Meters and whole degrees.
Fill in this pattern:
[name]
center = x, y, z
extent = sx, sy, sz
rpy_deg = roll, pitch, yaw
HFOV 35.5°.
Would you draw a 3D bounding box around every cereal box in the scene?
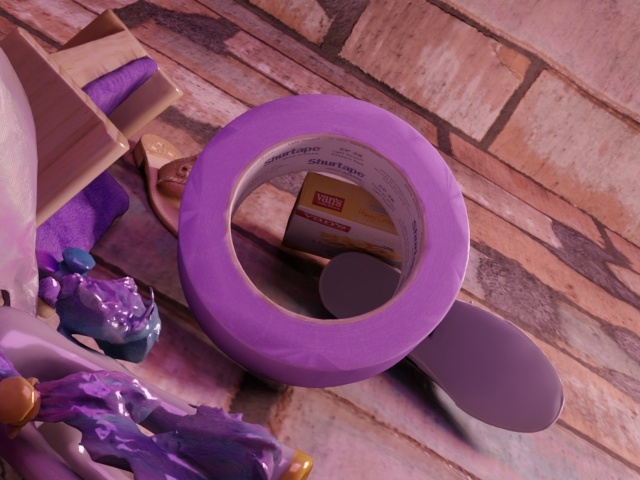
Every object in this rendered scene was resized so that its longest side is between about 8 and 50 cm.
[cereal box]
center = 0.049, -0.009, 1.155
extent = 0.173, 0.047, 0.240
rpy_deg = 16, -11, -3

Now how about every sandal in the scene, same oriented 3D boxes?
[sandal]
center = -0.157, -0.080, 1.185
extent = 0.088, 0.079, 0.240
rpy_deg = 16, 26, -38

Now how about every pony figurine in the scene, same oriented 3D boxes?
[pony figurine]
center = -0.188, 0.078, 0.580
extent = 0.363, 0.303, 0.351
rpy_deg = 33, -12, 11

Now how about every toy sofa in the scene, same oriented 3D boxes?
[toy sofa]
center = -0.215, -0.088, 0.893
extent = 0.177, 0.150, 0.362
rpy_deg = 49, 9, -12

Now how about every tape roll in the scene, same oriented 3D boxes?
[tape roll]
center = 0.000, 0.000, 0.968
extent = 0.275, 0.275, 0.090
rpy_deg = 34, -21, 4

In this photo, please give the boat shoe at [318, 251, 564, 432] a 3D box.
[boat shoe]
center = 0.139, 0.115, 1.142
extent = 0.306, 0.113, 0.105
rpy_deg = 26, 1, 19
